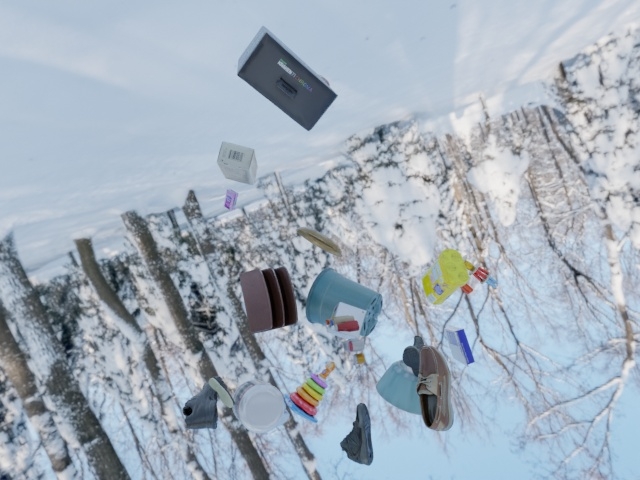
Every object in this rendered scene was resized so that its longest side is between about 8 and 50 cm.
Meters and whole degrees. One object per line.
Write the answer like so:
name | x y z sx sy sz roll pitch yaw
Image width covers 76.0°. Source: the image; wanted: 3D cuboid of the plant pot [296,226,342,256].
plant pot | 0.000 0.000 1.814 0.032 0.236 0.236 -59 -167 -8

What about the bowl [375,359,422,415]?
bowl | 0.446 0.707 2.039 0.312 0.163 0.311 15 -172 -2

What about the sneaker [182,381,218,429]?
sneaker | -0.465 0.633 1.592 0.130 0.109 0.286 -4 -175 -13

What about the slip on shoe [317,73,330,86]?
slip on shoe | -0.040 -0.548 1.532 0.123 0.101 0.331 -50 175 29

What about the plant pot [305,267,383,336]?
plant pot | 0.148 0.362 2.296 0.334 0.341 0.341 18 -153 28

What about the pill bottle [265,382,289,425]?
pill bottle | -0.252 0.847 2.114 0.118 0.117 0.208 -25 -138 -27

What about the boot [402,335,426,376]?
boot | 0.436 0.505 1.882 0.083 0.246 0.161 -10 -136 23

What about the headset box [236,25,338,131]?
headset box | -0.099 -0.463 1.165 0.131 0.246 0.283 -48 -152 17

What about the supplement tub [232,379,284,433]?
supplement tub | -0.276 0.708 1.773 0.191 0.191 0.272 -25 177 -24

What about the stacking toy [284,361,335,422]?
stacking toy | -0.023 0.735 2.057 0.302 0.166 0.175 -52 -152 -8

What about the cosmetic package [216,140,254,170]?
cosmetic package | -0.407 -0.378 2.044 0.160 0.113 0.309 14 174 -5

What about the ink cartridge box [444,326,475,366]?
ink cartridge box | 0.738 0.555 2.174 0.069 0.175 0.371 -17 169 6

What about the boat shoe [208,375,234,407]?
boat shoe | -0.358 0.557 1.517 0.049 0.133 0.042 -55 158 21

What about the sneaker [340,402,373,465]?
sneaker | 0.136 0.765 1.631 0.130 0.227 0.087 -7 171 27

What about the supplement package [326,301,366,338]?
supplement package | 0.121 0.392 1.977 0.134 0.139 0.244 19 163 1

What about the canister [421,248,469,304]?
canister | 0.406 0.125 1.354 0.073 0.126 0.170 0 147 -15

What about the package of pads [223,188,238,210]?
package of pads | -0.388 -0.177 1.771 0.050 0.083 0.032 30 -152 23

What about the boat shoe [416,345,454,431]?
boat shoe | 0.440 0.577 1.612 0.116 0.324 0.123 12 151 -36

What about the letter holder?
letter holder | -0.249 0.287 2.028 0.215 0.301 0.152 -17 168 15

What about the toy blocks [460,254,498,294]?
toy blocks | 0.533 0.140 1.441 0.123 0.148 0.054 -55 174 23

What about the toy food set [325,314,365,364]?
toy food set | 0.098 0.381 1.631 0.105 0.111 0.232 -4 -136 -12
